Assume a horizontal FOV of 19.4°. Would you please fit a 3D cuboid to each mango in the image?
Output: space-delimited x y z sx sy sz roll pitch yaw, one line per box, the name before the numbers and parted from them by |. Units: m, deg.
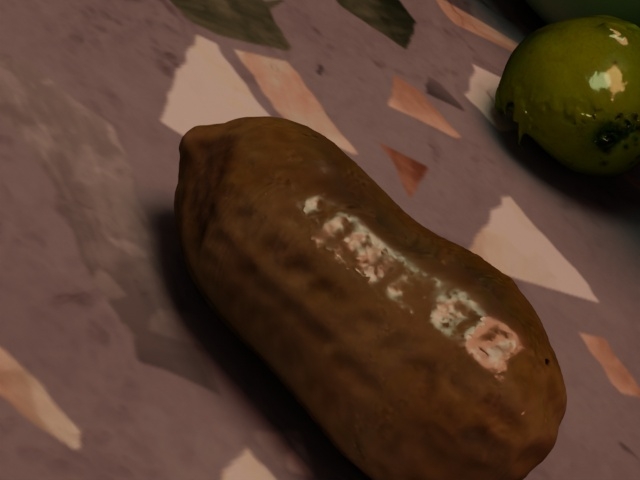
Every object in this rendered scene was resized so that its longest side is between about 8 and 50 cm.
mango | 0.186 -0.106 1.273 0.119 0.100 0.178 34 21 -3

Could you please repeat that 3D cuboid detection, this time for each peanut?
peanut | 0.016 0.027 0.880 0.120 0.110 0.236 -26 58 -36

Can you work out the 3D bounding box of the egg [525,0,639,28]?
egg | 0.252 -0.237 1.411 0.269 0.220 0.220 23 31 -16
